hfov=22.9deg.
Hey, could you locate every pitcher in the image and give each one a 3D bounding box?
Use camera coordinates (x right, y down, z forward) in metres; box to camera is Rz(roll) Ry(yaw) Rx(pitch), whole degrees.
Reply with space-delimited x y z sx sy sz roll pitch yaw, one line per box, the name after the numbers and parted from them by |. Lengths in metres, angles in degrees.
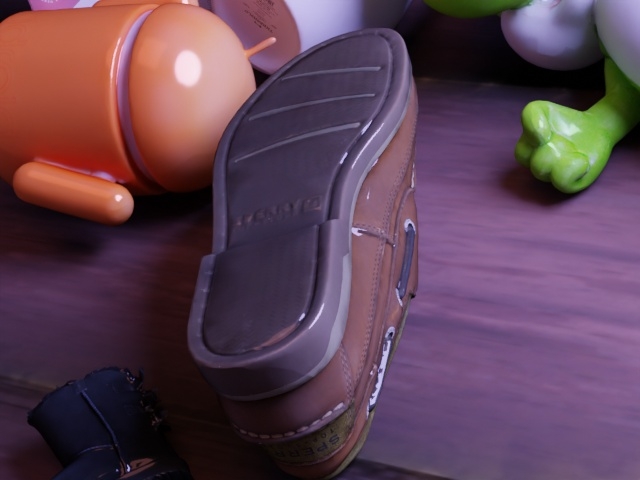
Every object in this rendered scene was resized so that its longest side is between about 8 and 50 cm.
0.000 -0.218 1.128 0.178 0.125 0.207 39 54 14 | pitcher

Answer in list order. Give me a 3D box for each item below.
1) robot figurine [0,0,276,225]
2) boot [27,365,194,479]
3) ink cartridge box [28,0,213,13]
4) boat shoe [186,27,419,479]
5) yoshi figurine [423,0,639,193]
-0.137 -0.090 1.036 0.219 0.128 0.158 0 19 23 | robot figurine
-0.131 0.117 0.832 0.121 0.045 0.099 -20 38 -16 | boot
-0.115 -0.197 1.172 0.198 0.115 0.067 -19 34 -1 | ink cartridge box
0.000 0.000 0.888 0.111 0.104 0.307 -9 38 25 | boat shoe
0.170 -0.150 0.943 0.203 0.203 0.362 -39 38 -17 | yoshi figurine
